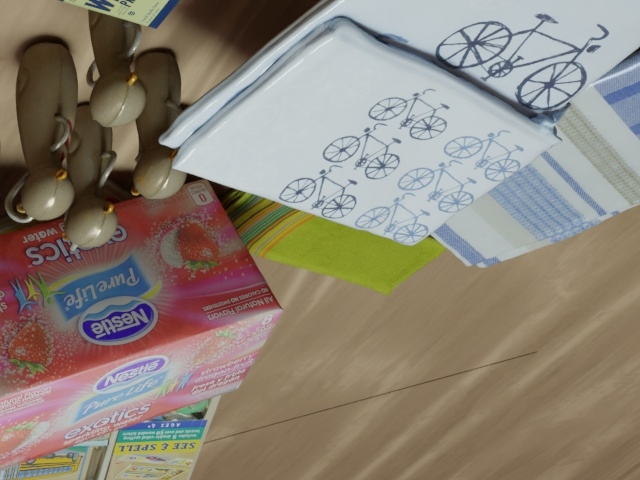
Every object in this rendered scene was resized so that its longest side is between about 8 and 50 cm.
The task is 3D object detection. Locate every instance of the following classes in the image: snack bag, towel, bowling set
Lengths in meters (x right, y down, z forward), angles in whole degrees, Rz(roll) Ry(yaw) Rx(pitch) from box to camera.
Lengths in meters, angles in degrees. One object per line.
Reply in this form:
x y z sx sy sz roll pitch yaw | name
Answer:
0.097 -0.126 1.494 0.342 0.037 0.323 -38 147 25 | snack bag
0.000 0.000 1.819 0.237 0.021 0.102 16 145 -33 | towel
0.207 -0.070 1.718 0.285 0.034 0.209 -23 144 25 | towel
-0.162 -0.066 1.543 0.200 0.154 0.287 17 144 -33 | bowling set

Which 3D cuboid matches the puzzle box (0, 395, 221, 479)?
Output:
-0.311 0.177 1.853 0.408 0.052 0.272 -1 149 -15 | puzzle box

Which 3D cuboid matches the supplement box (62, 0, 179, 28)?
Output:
-0.141 -0.207 1.370 0.083 0.083 0.056 14 144 -28 | supplement box

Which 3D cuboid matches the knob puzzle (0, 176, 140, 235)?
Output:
-0.212 0.018 1.808 0.213 0.030 0.213 -4 150 -2 | knob puzzle

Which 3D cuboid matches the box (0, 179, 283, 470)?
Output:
-0.206 0.077 1.665 0.300 0.154 0.142 -16 153 -32 | box
